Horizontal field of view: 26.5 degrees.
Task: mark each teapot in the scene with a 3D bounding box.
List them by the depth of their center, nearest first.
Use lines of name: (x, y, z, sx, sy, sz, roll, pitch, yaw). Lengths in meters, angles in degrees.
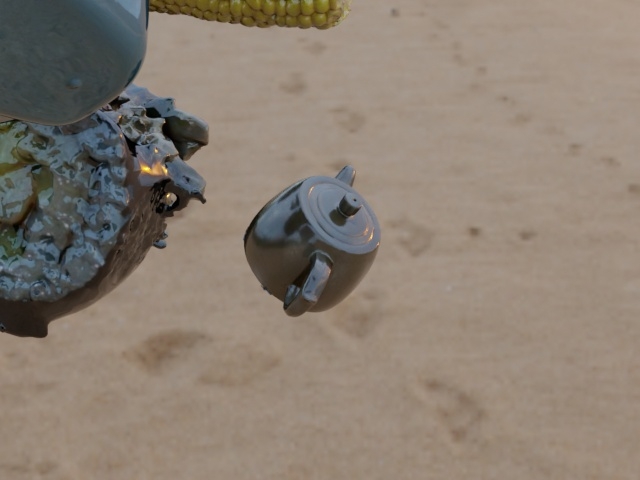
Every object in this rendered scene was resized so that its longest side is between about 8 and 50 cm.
teapot: (0.000, 0.000, 0.823, 0.076, 0.068, 0.121, 33, 38, -13)

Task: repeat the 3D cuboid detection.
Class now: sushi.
sushi: (-0.232, -0.054, 1.229, 0.238, 0.225, 0.218, 34, 21, -2)

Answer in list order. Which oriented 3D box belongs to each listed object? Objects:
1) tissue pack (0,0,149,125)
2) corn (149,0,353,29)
tissue pack: (-0.236, -0.132, 0.625, 0.288, 0.206, 0.198, -25, -24, 12)
corn: (-0.126, -0.214, 0.992, 0.311, 0.101, 0.101, 15, 25, 11)
